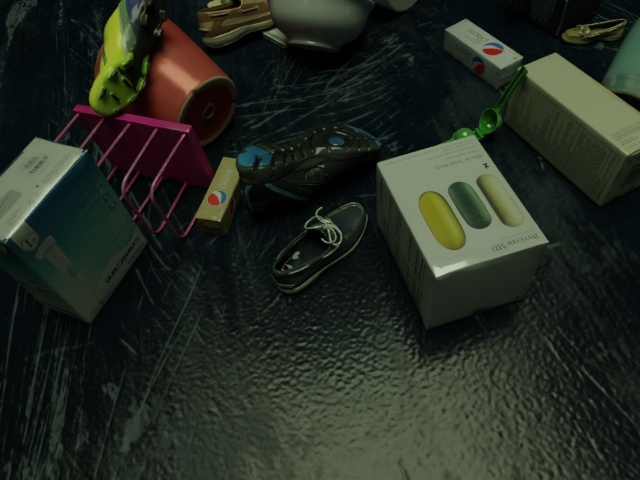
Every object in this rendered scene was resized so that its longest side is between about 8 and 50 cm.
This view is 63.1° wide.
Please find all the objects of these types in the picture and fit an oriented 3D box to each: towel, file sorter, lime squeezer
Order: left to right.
[{"bbox_3d":[-0.412,-0.140,1.137,0.291,0.202,0.182,14,61,16],"label":"file sorter"},{"bbox_3d":[-0.085,-0.625,1.543,0.113,0.023,0.152,38,65,26],"label":"towel"},{"bbox_3d":[0.343,-0.254,1.177,0.310,0.110,0.058,-36,71,22],"label":"lime squeezer"}]

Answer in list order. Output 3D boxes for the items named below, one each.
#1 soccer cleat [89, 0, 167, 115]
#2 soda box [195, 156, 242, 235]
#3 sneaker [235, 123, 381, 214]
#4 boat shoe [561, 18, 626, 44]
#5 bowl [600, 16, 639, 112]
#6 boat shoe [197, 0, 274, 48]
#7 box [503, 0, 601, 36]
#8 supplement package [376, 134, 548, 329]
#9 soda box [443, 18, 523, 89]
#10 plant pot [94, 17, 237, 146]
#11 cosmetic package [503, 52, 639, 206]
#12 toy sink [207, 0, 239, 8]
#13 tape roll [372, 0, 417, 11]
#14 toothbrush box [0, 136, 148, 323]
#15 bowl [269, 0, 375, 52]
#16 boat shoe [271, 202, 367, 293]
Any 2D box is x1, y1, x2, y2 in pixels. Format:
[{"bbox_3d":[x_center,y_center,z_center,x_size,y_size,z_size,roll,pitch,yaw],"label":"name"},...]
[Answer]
[{"bbox_3d":[-0.425,-0.395,1.111,0.121,0.093,0.289,13,77,25],"label":"soccer cleat"},{"bbox_3d":[-0.214,-0.101,1.167,0.061,0.058,0.181,8,57,13],"label":"soda box"},{"bbox_3d":[-0.023,-0.162,1.152,0.341,0.139,0.125,-16,43,-21],"label":"sneaker"},{"bbox_3d":[0.715,-0.550,1.365,0.153,0.048,0.056,0,55,7],"label":"boat shoe"},{"bbox_3d":[0.704,-0.294,1.063,0.163,0.311,0.311,-42,59,1],"label":"bowl"},{"bbox_3d":[-0.209,-0.676,1.519,0.324,0.116,0.123,-33,40,-16],"label":"boat shoe"},{"bbox_3d":[0.636,-0.675,1.428,0.153,0.108,0.207,-32,57,-15],"label":"box"},{"bbox_3d":[0.241,-0.016,0.962,0.199,0.198,0.262,-17,55,-5],"label":"supplement package"},{"bbox_3d":[0.414,-0.482,1.345,0.074,0.069,0.216,-29,56,-12],"label":"soda box"},{"bbox_3d":[-0.354,-0.366,1.263,0.243,0.275,0.275,36,66,17],"label":"plant pot"},{"bbox_3d":[0.544,-0.239,1.104,0.113,0.160,0.309,-24,57,-11],"label":"cosmetic package"},{"bbox_3d":[-0.236,-0.784,1.604,0.234,0.131,0.152,-26,55,-10],"label":"toy sink"},{"bbox_3d":[0.197,-0.805,1.493,0.169,0.246,0.246,35,66,27],"label":"tape roll"},{"bbox_3d":[-0.487,-0.010,0.995,0.126,0.295,0.216,15,60,18],"label":"toothbrush box"},{"bbox_3d":[-0.009,-0.584,1.398,0.298,0.134,0.298,7,15,-2],"label":"bowl"},{"bbox_3d":[0.000,0.000,1.055,0.254,0.079,0.095,-38,59,-18],"label":"boat shoe"}]
